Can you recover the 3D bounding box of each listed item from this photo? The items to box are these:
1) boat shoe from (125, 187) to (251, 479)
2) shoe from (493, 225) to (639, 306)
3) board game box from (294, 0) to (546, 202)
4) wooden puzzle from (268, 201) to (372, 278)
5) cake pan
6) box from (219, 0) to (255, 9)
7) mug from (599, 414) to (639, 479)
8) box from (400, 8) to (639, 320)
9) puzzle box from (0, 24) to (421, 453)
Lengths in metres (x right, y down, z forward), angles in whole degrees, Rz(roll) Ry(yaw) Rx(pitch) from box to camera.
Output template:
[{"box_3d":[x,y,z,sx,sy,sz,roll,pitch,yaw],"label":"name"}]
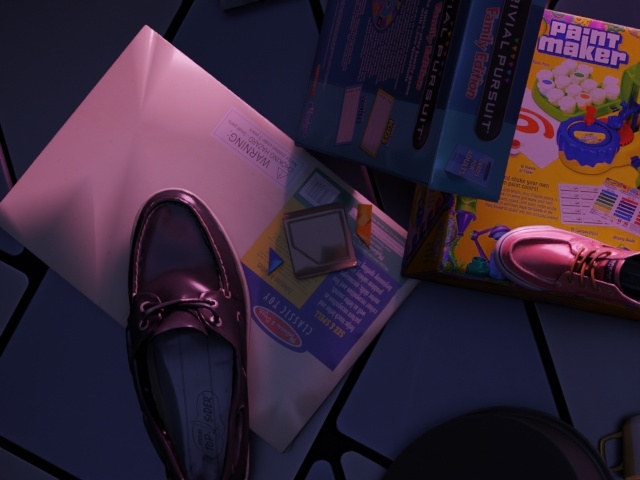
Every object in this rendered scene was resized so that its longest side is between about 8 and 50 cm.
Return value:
[{"box_3d":[-0.137,0.110,1.826,0.127,0.113,0.340,-3,85,2],"label":"boat shoe"},{"box_3d":[0.257,0.024,1.688,0.178,0.081,0.063,14,85,-8],"label":"shoe"},{"box_3d":[0.096,-0.188,1.746,0.079,0.336,0.253,11,96,-24],"label":"board game box"},{"box_3d":[0.000,0.000,1.883,0.116,0.014,0.078,-6,81,1],"label":"wooden puzzle"},{"box_3d":[0.164,0.304,1.808,0.293,0.054,0.293,-13,64,28],"label":"cake pan"},{"box_3d":[-0.004,-0.334,1.939,0.244,0.060,0.100,-15,85,0],"label":"box"},{"box_3d":[0.338,0.217,1.884,0.078,0.062,0.064,-6,77,-5],"label":"mug"},{"box_3d":[0.260,-0.074,1.825,0.290,0.177,0.279,11,86,-9],"label":"box"},{"box_3d":[-0.113,0.000,1.918,0.409,0.052,0.272,39,87,4],"label":"puzzle box"}]
